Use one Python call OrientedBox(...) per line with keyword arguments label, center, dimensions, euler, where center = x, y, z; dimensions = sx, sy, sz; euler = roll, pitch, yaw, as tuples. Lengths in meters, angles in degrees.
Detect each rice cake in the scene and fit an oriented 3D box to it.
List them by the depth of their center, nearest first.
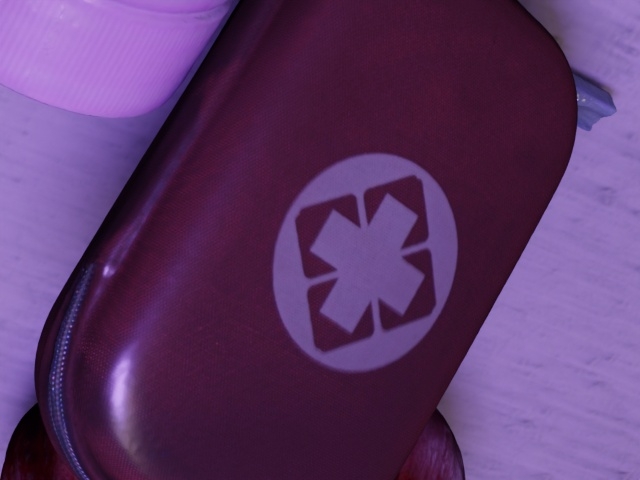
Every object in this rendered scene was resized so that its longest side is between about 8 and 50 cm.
OrientedBox(label="rice cake", center=(0.124, -0.122, 1.252), dimensions=(0.180, 0.042, 0.030), euler=(25, 122, -24))

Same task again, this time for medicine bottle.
OrientedBox(label="medicine bottle", center=(-0.097, -0.247, 1.023), dimensions=(0.202, 0.202, 0.316), euler=(20, 120, -22))

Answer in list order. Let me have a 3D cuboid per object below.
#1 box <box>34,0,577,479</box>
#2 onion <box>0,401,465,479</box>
OrientedBox(label="box", center=(0.000, 0.000, 1.127), dimensions=(0.263, 0.108, 0.404), euler=(34, 81, -33))
OrientedBox(label="onion", center=(-0.062, 0.225, 1.335), dimensions=(0.348, 0.285, 0.347), euler=(-4, 147, -2))
